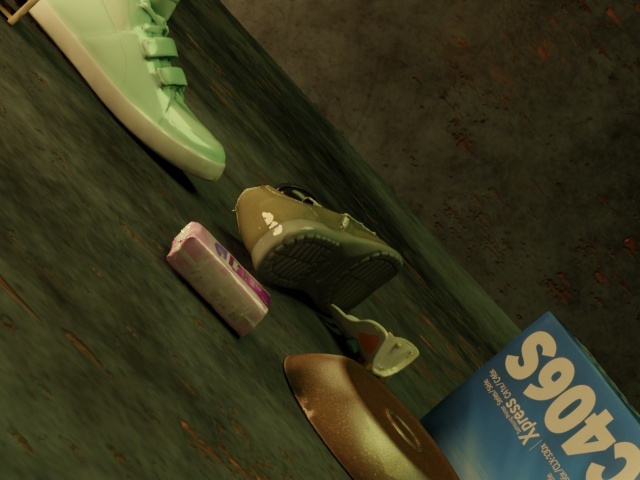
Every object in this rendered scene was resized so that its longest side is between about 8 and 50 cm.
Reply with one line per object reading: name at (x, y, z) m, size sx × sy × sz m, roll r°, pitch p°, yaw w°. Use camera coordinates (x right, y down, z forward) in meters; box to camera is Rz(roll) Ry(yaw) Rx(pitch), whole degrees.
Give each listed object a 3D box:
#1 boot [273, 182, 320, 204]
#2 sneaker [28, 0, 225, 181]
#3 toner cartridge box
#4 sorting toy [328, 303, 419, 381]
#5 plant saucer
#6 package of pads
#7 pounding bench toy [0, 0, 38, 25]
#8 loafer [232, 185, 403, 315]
boot at (-0.001, 0.000, 1.566) m, size 0.121 × 0.045 × 0.099 m, roll 44°, pitch 11°, yaw -36°
sneaker at (-0.137, -0.181, 1.292) m, size 0.256 × 0.151 × 0.094 m, roll 49°, pitch 6°, yaw -3°
toner cartridge box at (0.224, 0.221, 1.257) m, size 0.075 × 0.165 × 0.348 m, roll 42°, pitch 9°, yaw -34°
sorting toy at (0.040, 0.088, 1.369) m, size 0.075 × 0.045 × 0.083 m, roll 44°, pitch 5°, yaw 29°
plant saucer at (0.052, 0.153, 1.116) m, size 0.198 × 0.036 × 0.198 m, roll 48°, pitch 8°, yaw -9°
package of pads at (-0.073, 0.027, 1.059) m, size 0.083 × 0.032 × 0.050 m, roll 47°, pitch 10°, yaw -10°
pounding bench toy at (-0.240, -0.229, 1.198) m, size 0.065 × 0.083 × 0.052 m, roll 47°, pitch 8°, yaw -14°
loafer at (-0.001, 0.001, 1.358) m, size 0.087 × 0.094 × 0.251 m, roll 56°, pitch 10°, yaw 24°
